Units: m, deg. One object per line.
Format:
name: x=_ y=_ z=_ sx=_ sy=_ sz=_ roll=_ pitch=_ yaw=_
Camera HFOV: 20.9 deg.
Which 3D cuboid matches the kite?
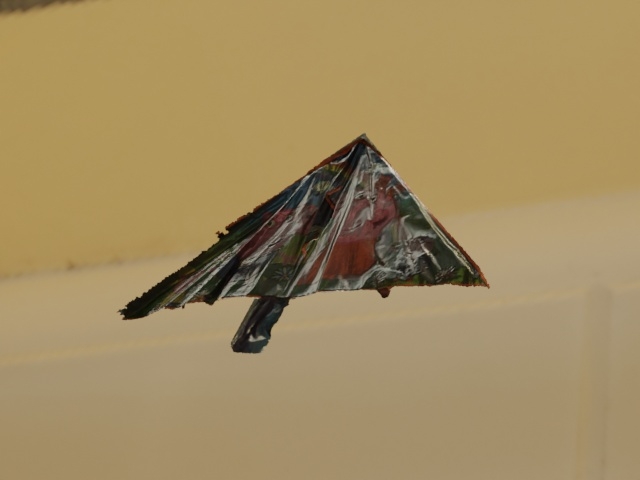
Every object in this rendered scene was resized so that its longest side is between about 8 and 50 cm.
kite: x=0.000 y=0.000 z=1.273 sx=0.321 sy=0.016 sz=0.234 roll=-5 pitch=-141 yaw=34
